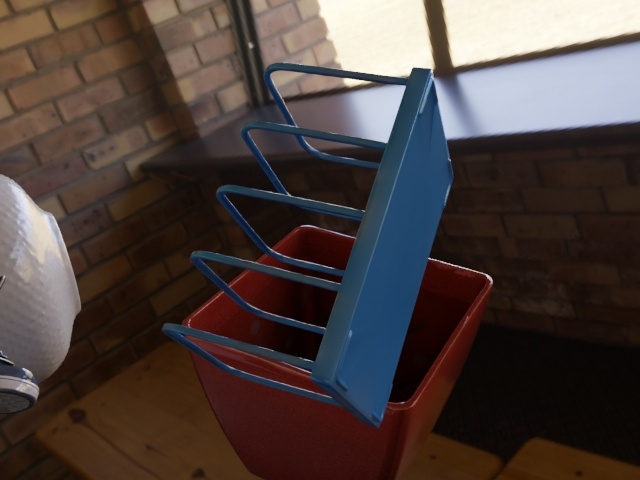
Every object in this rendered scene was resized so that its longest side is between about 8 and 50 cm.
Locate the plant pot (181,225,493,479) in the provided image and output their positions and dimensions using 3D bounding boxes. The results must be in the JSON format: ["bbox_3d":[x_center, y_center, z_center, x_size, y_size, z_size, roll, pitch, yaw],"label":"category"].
[{"bbox_3d":[0.027,0.167,0.889,0.267,0.236,0.267,15,33,25],"label":"plant pot"}]

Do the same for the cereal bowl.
[{"bbox_3d":[-0.453,0.051,1.118,0.141,0.339,0.339,-18,16,-23],"label":"cereal bowl"}]

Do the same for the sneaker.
[{"bbox_3d":[-0.359,0.091,0.773,0.226,0.086,0.163,-3,62,31],"label":"sneaker"}]

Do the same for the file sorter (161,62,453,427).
[{"bbox_3d":[0.000,0.000,0.424,0.104,0.118,0.170,13,71,20],"label":"file sorter"}]
